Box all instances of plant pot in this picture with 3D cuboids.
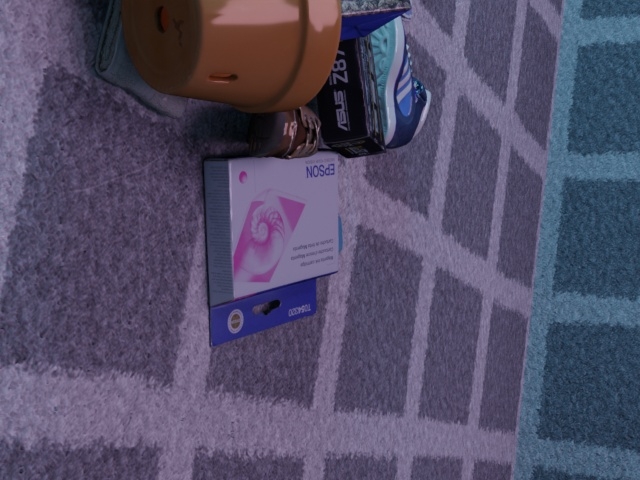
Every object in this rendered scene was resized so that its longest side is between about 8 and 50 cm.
[{"bbox_3d":[-0.142,-0.315,1.377,0.203,0.290,0.291,-14,106,-40],"label":"plant pot"}]

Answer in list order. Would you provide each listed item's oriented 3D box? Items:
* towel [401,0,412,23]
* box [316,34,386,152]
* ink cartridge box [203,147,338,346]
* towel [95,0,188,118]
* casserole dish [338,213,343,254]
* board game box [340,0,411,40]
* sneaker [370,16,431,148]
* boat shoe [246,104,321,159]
[{"bbox_3d":[0.141,-0.640,2.167,0.209,0.034,0.285,13,76,-54],"label":"towel"},{"bbox_3d":[0.044,-0.362,1.817,0.318,0.097,0.395,-5,87,-80],"label":"box"},{"bbox_3d":[-0.078,0.005,1.787,0.324,0.071,0.330,-14,104,-54],"label":"ink cartridge box"},{"bbox_3d":[-0.239,-0.343,1.494,0.187,0.049,0.282,29,68,-55],"label":"towel"},{"bbox_3d":[0.000,0.000,2.000,0.188,0.037,0.114,-32,121,-58],"label":"casserole dish"},{"bbox_3d":[-0.021,-0.464,1.536,0.232,0.141,0.291,-16,89,-34],"label":"board game box"},{"bbox_3d":[0.158,-0.362,2.150,0.236,0.130,0.323,-21,113,-60],"label":"sneaker"},{"bbox_3d":[-0.054,-0.191,1.637,0.324,0.116,0.123,-112,-143,-76],"label":"boat shoe"}]
